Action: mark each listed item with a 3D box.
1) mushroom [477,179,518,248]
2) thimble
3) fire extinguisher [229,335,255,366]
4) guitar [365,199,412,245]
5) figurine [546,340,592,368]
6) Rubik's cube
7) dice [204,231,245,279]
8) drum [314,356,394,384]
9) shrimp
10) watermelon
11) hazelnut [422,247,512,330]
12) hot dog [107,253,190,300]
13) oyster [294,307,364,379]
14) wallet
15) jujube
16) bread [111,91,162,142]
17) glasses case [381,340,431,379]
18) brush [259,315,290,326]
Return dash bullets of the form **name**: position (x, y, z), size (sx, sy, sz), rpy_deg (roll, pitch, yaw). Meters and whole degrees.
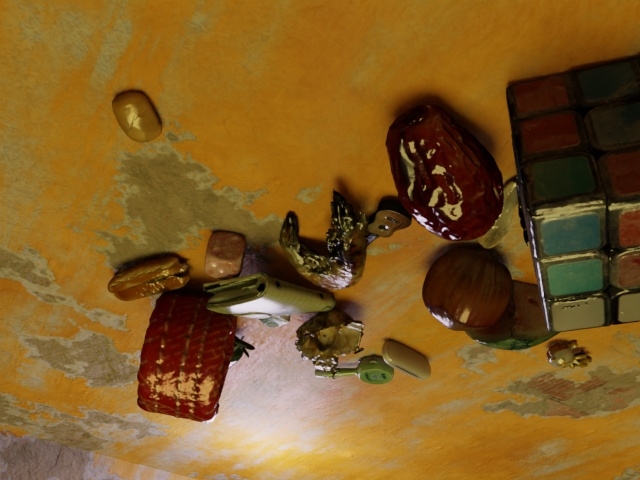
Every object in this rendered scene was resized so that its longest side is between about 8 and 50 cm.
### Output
- **mushroom**: position (0.402, -0.062, 1.523), size (0.059, 0.054, 0.202), rpy_deg (3, 139, -10)
- **thimble**: position (-0.364, 0.315, 1.903), size (0.231, 0.350, 0.350), rpy_deg (12, 143, -1)
- **fire extinguisher**: position (-0.312, 0.371, 2.159), size (0.114, 0.095, 0.311), rpy_deg (43, 136, -2)
- **guitar**: position (0.124, -0.013, 1.634), size (0.084, 0.038, 0.271), rpy_deg (25, 145, -14)
- **figurine**: position (0.718, 0.343, 1.991), size (0.101, 0.068, 0.143), rpy_deg (-37, 128, 22)
- **Rubik's cube**: position (0.537, -0.086, 1.214), size (0.359, 0.362, 0.363), rpy_deg (-7, 137, 15)
- **dice**: position (-0.238, 0.039, 1.713), size (0.091, 0.094, 0.093), rpy_deg (9, 144, -4)
- **drum**: position (0.118, 0.430, 2.213), size (0.253, 0.049, 0.130), rpy_deg (-16, 137, 27)
- **shrimp**: position (0.000, 0.000, 1.631), size (0.233, 0.071, 0.364), rpy_deg (17, 145, 14)
- **watermelon**: position (0.500, 0.204, 1.786), size (0.256, 0.176, 0.260), rpy_deg (-15, 161, -43)
- **hazelnut**: position (0.356, 0.125, 1.663), size (0.210, 0.186, 0.210), rpy_deg (19, 152, 11)
- **hot dog**: position (-0.469, 0.101, 1.853), size (0.270, 0.072, 0.109), rpy_deg (-13, 137, 22)
- **oyster**: position (0.023, 0.299, 1.988), size (0.198, 0.133, 0.337), rpy_deg (6, 145, -2)
- **wallet**: position (-0.134, 0.156, 1.800), size (0.223, 0.077, 0.310), rpy_deg (-17, 158, 28)
- **jujube**: position (0.245, -0.127, 1.342), size (0.197, 0.197, 0.290), rpy_deg (-21, 118, 32)
- **bread**: position (-0.375, -0.244, 1.391), size (0.082, 0.056, 0.115), rpy_deg (-2, 142, 11)
- **glasses case**: position (0.263, 0.365, 2.083), size (0.193, 0.074, 0.049), rpy_deg (29, 135, -28)
- **brush**: position (-0.092, 0.209, 1.980), size (0.196, 0.021, 0.070), rpy_deg (-25, 132, 32)
